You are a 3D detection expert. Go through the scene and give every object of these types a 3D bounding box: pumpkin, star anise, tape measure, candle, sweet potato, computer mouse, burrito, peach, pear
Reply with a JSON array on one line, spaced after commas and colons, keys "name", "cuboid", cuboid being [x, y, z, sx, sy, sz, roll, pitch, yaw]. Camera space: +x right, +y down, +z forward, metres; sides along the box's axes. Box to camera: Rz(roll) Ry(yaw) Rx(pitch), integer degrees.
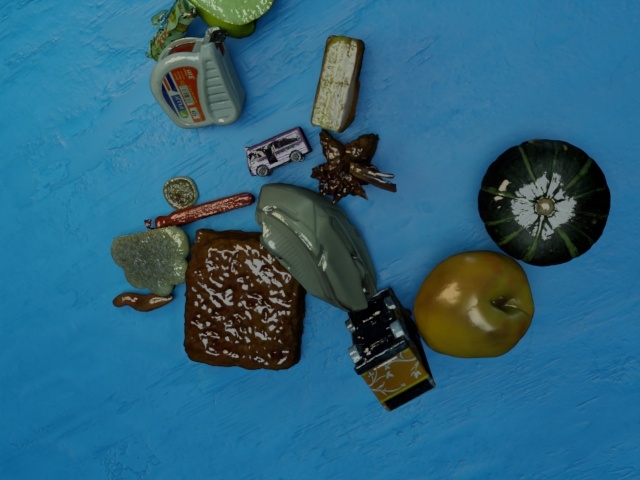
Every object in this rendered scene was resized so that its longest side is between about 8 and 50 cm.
[{"name": "pumpkin", "cuboid": [0.559, -0.097, 1.701, 0.323, 0.241, 0.323, 1, 99, 6]}, {"name": "star anise", "cuboid": [0.092, -0.191, 1.752, 0.237, 0.346, 0.148, -36, 127, -7]}, {"name": "tape measure", "cuboid": [-0.322, -0.424, 1.786, 0.246, 0.125, 0.243, -5, 134, 15]}, {"name": "candle", "cuboid": [-0.341, -0.081, 1.927, 0.329, 0.051, 0.048, -15, 100, 10]}, {"name": "sweet potato", "cuboid": [-0.527, 0.182, 2.001, 0.202, 0.055, 0.058, -2, 72, 10]}, {"name": "computer mouse", "cuboid": [0.004, 0.000, 1.796, 0.429, 0.228, 0.145, 48, 131, -6]}, {"name": "burrito", "cuboid": [-0.399, -0.563, 1.771, 0.054, 0.288, 0.104, -12, 83, -33]}, {"name": "peach", "cuboid": [0.387, 0.169, 1.767, 0.289, 0.308, 0.289, 6, 78, -27]}, {"name": "pear", "cuboid": [-0.228, -0.659, 1.745, 0.292, 0.159, 0.292, -2, 100, -11]}]

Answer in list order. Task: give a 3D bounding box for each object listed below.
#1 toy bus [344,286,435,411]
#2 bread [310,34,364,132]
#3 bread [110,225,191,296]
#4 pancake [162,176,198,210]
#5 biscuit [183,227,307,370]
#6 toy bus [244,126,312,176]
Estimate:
[{"name": "toy bus", "cuboid": [0.179, 0.277, 1.779, 0.162, 0.323, 0.194, -32, 107, 10]}, {"name": "bread", "cuboid": [0.051, -0.403, 1.744, 0.111, 0.184, 0.234, 11, 103, 2]}, {"name": "bread", "cuboid": [-0.479, 0.065, 1.937, 0.286, 0.056, 0.207, -13, 103, 30]}, {"name": "pancake", "cuboid": [-0.403, -0.138, 1.942, 0.108, 0.017, 0.108, 2, 105, 7]}, {"name": "biscuit", "cuboid": [-0.211, 0.172, 1.899, 0.343, 0.166, 0.395, 5, 102, 9]}, {"name": "toy bus", "cuboid": [-0.118, -0.241, 1.850, 0.178, 0.087, 0.098, -23, 95, 8]}]
